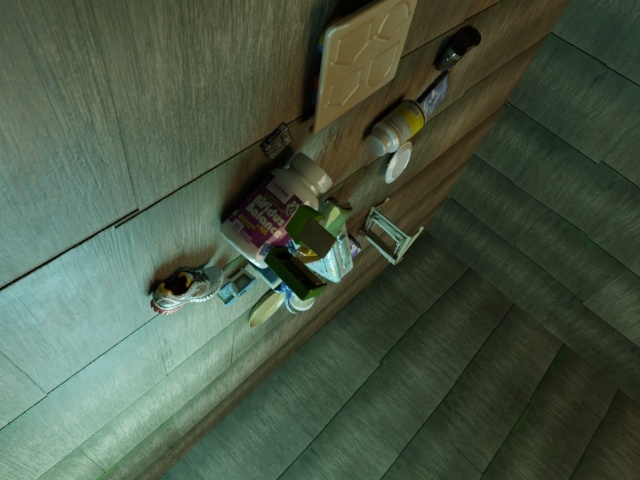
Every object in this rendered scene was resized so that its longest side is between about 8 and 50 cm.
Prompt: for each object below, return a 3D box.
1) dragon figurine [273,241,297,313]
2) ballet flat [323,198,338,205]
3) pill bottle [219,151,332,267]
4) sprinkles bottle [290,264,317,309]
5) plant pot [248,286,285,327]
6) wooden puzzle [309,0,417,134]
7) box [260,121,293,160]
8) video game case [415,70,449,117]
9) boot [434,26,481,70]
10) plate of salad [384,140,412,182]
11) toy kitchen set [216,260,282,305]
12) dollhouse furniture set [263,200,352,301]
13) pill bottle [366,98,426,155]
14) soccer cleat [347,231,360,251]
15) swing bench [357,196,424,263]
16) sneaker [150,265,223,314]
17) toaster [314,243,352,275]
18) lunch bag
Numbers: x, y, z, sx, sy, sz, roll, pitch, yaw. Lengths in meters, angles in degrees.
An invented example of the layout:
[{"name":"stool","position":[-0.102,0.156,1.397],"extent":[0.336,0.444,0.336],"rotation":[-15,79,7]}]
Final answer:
[{"name":"dragon figurine","position":[-0.104,0.135,1.744],"extent":[0.144,0.289,0.085],"rotation":[-13,180,31]},{"name":"ballet flat","position":[0.061,-0.106,1.842],"extent":[0.074,0.074,0.203],"rotation":[-47,163,-5]},{"name":"pill bottle","position":[-0.112,-0.086,1.264],"extent":[0.301,0.169,0.169],"rotation":[-48,164,-2]},{"name":"sprinkles bottle","position":[-0.079,0.214,2.091],"extent":[0.121,0.121,0.355],"rotation":[-43,166,-17]},{"name":"plant pot","position":[-0.233,0.284,2.053],"extent":[0.236,0.032,0.236],"rotation":[-44,164,-16]},{"name":"wooden puzzle","position":[0.094,-0.452,1.134],"extent":[0.322,0.080,0.348],"rotation":[-40,167,-25]},{"name":"box","position":[-0.108,-0.246,1.174],"extent":[0.083,0.018,0.067],"rotation":[-46,164,-6]},{"name":"video game case","position":[0.404,-0.520,1.857],"extent":[0.274,0.026,0.196],"rotation":[-48,164,-3]},{"name":"boot","position":[0.480,-0.674,1.654],"extent":[0.219,0.082,0.106],"rotation":[-42,-175,-34]},{"name":"plate of salad","position":[0.332,-0.342,2.039],"extent":[0.200,0.048,0.200],"rotation":[-45,155,-28]},{"name":"toy kitchen set","position":[-0.234,0.122,1.514],"extent":[0.207,0.122,0.166],"rotation":[-42,163,-21]},{"name":"dollhouse furniture set","position":[0.021,0.016,1.261],"extent":[0.198,0.151,0.301],"rotation":[-54,162,19]},{"name":"pill bottle","position":[0.259,-0.385,1.623],"extent":[0.215,0.117,0.117],"rotation":[-42,163,-20]},{"name":"soccer cleat","position":[0.122,0.033,2.268],"extent":[0.116,0.108,0.318],"rotation":[-44,166,0]},{"name":"swing bench","position":[0.341,-0.035,2.401],"extent":[0.165,0.253,0.255],"rotation":[-31,156,-46]},{"name":"sneaker","position":[-0.349,0.122,1.280],"extent":[0.225,0.088,0.093],"rotation":[-29,154,-49]},{"name":"toaster","position":[0.007,0.026,1.805],"extent":[0.186,0.168,0.110],"rotation":[-49,150,2]},{"name":"lunch bag","position":[0.000,0.000,1.563],"extent":[0.108,0.224,0.279],"rotation":[-39,138,-22]}]
